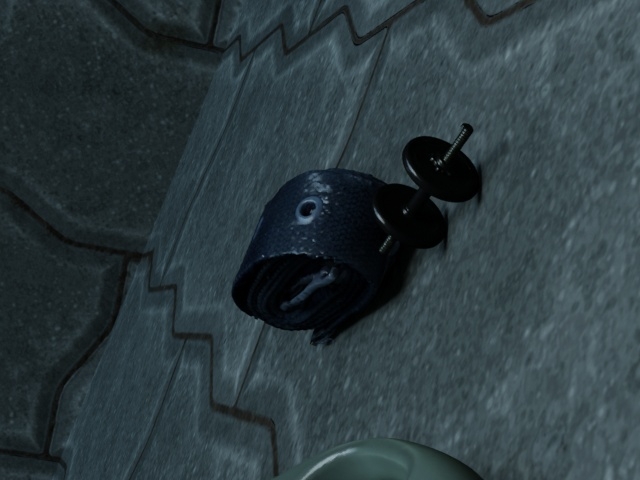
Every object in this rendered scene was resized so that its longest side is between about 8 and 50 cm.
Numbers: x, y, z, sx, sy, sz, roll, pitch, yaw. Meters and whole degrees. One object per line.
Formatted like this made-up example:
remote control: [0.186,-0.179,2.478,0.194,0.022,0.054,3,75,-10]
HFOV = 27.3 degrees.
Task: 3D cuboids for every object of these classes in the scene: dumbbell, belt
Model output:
dumbbell: [0.084,-0.039,1.063,0.069,0.069,0.147,-84,20,-48]
belt: [0.000,0.001,1.216,0.218,0.122,0.128,-41,27,65]

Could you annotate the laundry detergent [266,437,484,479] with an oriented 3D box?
laundry detergent: [0.011,0.228,0.835,0.398,0.124,0.264,-132,63,-77]
